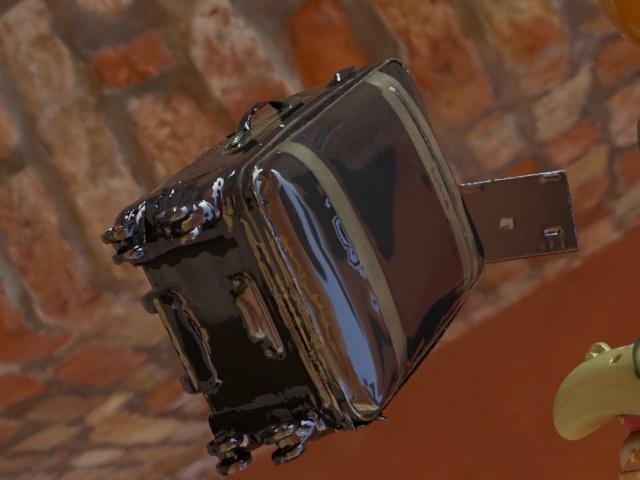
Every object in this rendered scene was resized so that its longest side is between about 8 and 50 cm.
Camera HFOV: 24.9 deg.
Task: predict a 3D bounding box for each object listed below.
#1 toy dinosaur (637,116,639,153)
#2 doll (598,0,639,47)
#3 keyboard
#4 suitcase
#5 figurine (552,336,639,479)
[{"bbox_3d":[0.433,-0.155,1.773,0.294,0.077,0.162,-61,155,-49],"label":"toy dinosaur"},{"bbox_3d":[0.370,-0.237,1.348,0.236,0.213,0.213,62,17,4],"label":"doll"},{"bbox_3d":[0.133,-0.008,1.648,0.027,0.317,0.106,106,-24,-84],"label":"keyboard"},{"bbox_3d":[0.000,0.000,1.370,0.283,0.194,0.434,66,30,-12],"label":"suitcase"},{"bbox_3d":[0.421,0.225,1.809,0.124,0.324,0.222,-10,84,-37],"label":"figurine"}]
